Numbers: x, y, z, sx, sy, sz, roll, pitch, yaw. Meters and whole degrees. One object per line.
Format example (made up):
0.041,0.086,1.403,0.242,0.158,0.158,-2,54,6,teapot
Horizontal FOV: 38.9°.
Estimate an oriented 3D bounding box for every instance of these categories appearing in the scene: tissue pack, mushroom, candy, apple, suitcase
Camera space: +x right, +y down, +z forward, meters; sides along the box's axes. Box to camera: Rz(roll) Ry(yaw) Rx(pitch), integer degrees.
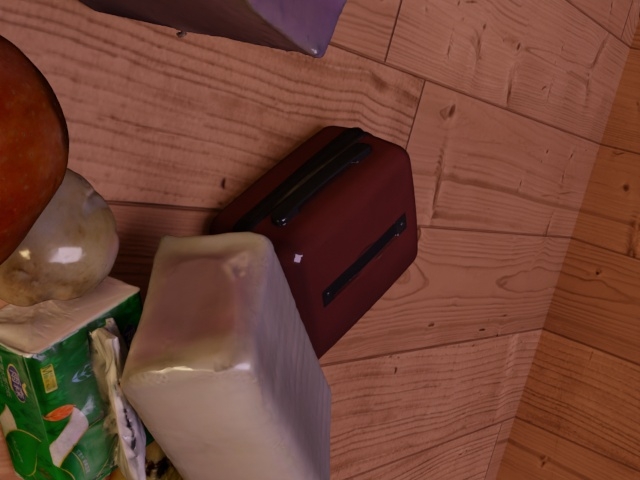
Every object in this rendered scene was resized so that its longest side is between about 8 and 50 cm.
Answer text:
-0.247,0.163,0.971,0.148,0.156,0.209,-36,134,-44,tissue pack
-0.270,-0.005,0.882,0.148,0.112,0.148,14,66,-36,mushroom
-0.091,0.167,1.040,0.359,0.145,0.208,72,17,-46,candy
-0.307,-0.072,0.697,0.230,0.230,0.230,-32,132,-44,apple
0.000,0.000,1.240,0.297,0.161,0.236,-42,137,-35,suitcase

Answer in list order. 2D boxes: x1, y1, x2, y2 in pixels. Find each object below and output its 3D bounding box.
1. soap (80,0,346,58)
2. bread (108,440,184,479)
-0.162,-0.265,0.733,0.285,0.296,0.107,25,84,-59,soap
-0.134,0.279,1.272,0.361,0.077,0.138,-4,110,-55,bread
